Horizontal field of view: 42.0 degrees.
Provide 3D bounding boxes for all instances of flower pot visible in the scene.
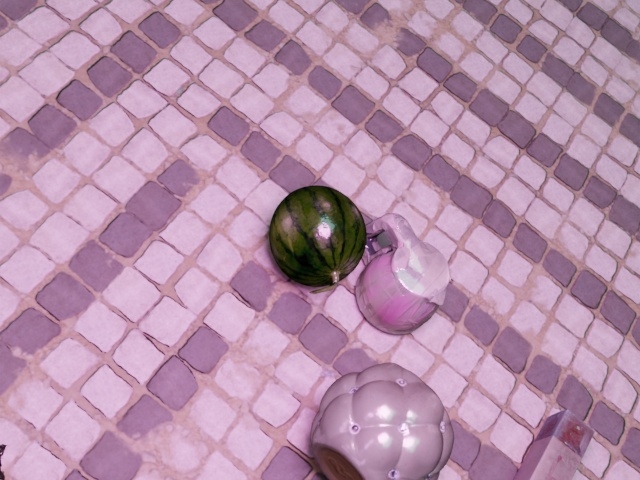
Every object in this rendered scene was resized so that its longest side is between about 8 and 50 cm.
[{"bbox_3d":[0.102,0.339,1.437,0.195,0.246,0.246,-38,83,-31],"label":"flower pot"}]

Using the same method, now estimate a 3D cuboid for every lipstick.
[{"bbox_3d":[0.397,0.487,1.566,0.076,0.080,0.371,40,59,0],"label":"lipstick"}]

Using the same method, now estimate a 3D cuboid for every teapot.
[{"bbox_3d":[0.168,0.055,1.626,0.163,0.178,0.221,5,64,-19],"label":"teapot"}]

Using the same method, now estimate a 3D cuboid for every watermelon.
[{"bbox_3d":[0.000,0.000,1.580,0.188,0.188,0.214,-13,53,-25],"label":"watermelon"}]

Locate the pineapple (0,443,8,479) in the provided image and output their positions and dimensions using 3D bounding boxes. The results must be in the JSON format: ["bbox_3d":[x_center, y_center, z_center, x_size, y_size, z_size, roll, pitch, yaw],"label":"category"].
[{"bbox_3d":[-0.600,0.347,1.236,0.279,0.158,0.157,0,66,-33],"label":"pineapple"}]
